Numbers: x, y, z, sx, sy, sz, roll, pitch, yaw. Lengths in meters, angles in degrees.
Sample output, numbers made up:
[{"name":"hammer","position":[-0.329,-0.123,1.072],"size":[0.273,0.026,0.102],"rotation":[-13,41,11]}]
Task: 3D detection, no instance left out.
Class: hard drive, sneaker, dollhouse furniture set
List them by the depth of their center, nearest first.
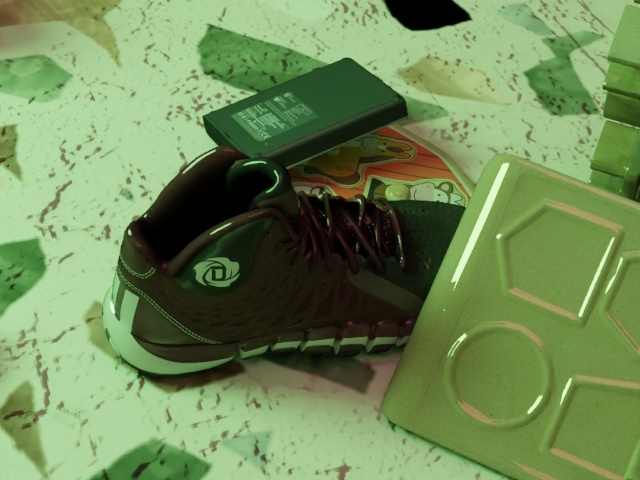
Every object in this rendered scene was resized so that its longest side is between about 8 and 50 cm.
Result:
[{"name":"sneaker","position":[0.000,0.000,0.872],"size":[0.281,0.162,0.106],"rotation":[-14,57,-18]},{"name":"dollhouse furniture set","position":[0.276,-0.062,0.962],"size":[0.161,0.212,0.242],"rotation":[18,70,14]},{"name":"hard drive","position":[-0.012,-0.097,1.053],"size":[0.135,0.022,0.094],"rotation":[-24,37,-17]}]

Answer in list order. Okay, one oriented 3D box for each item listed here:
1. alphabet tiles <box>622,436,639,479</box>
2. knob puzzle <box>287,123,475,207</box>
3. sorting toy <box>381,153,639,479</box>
[{"name":"alphabet tiles","position":[0.256,0.244,0.693],"size":[0.285,0.011,0.342],"rotation":[36,47,2]},{"name":"knob puzzle","position":[0.035,-0.042,1.031],"size":[0.213,0.030,0.213],"rotation":[4,42,-4]},{"name":"sorting toy","position":[0.166,0.065,0.861],"size":[0.208,0.038,0.193],"rotation":[23,85,19]}]
